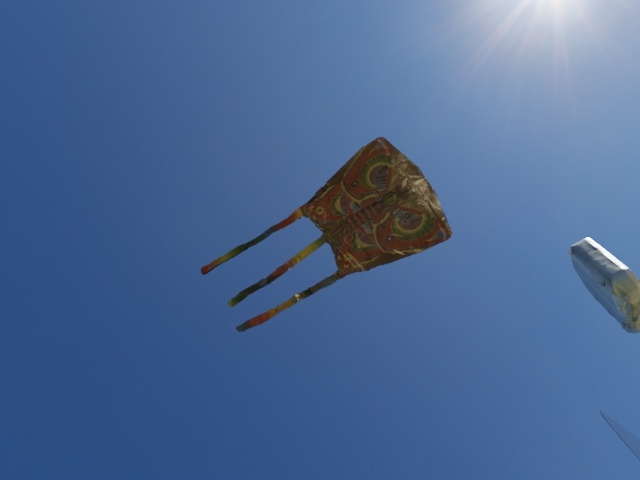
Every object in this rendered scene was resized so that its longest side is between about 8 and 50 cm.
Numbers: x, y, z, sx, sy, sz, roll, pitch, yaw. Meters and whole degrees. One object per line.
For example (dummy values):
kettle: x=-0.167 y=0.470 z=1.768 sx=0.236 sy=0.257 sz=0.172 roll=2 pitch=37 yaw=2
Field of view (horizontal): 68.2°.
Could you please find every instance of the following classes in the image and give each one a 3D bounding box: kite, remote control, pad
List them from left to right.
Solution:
kite: x=0.000 y=0.000 z=0.554 sx=0.285 sy=0.015 sz=0.152 roll=-30 pitch=-109 yaw=0
remote control: x=0.473 y=0.068 z=0.777 sx=0.052 sy=0.247 sz=0.104 roll=-25 pitch=-80 yaw=17
pad: x=0.562 y=0.414 z=0.788 sx=0.063 sy=0.315 sz=0.375 roll=-44 pitch=-55 yaw=16
